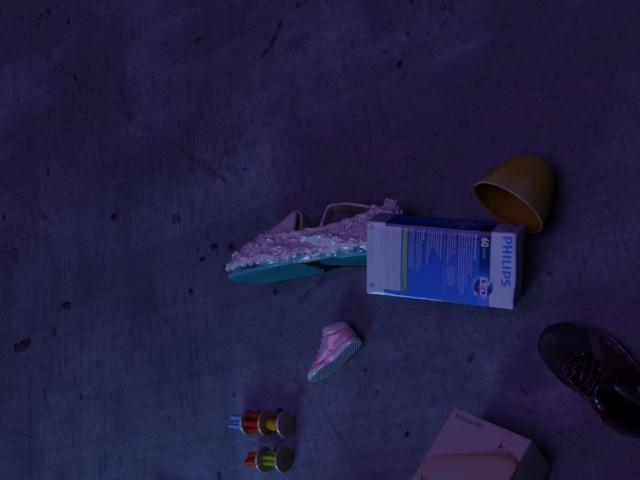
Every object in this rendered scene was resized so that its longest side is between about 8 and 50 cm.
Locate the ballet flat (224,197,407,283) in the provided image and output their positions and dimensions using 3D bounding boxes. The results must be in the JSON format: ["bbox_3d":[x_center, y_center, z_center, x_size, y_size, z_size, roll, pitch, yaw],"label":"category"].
[{"bbox_3d":[0.000,0.000,1.906,0.408,0.147,0.147,-8,75,29],"label":"ballet flat"}]

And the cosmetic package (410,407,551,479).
[{"bbox_3d":[0.215,0.442,1.557,0.160,0.113,0.309,16,65,41],"label":"cosmetic package"}]

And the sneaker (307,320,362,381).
[{"bbox_3d":[0.017,0.210,1.892,0.134,0.051,0.070,-45,54,19],"label":"sneaker"}]

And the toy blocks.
[{"bbox_3d":[-0.126,0.401,1.961,0.148,0.054,0.123,-6,76,38],"label":"toy blocks"}]

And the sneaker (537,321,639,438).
[{"bbox_3d":[0.422,0.207,1.487,0.281,0.162,0.106,36,103,38],"label":"sneaker"}]

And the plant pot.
[{"bbox_3d":[0.341,-0.090,1.659,0.134,0.134,0.095,24,70,40],"label":"plant pot"}]

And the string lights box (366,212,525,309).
[{"bbox_3d":[0.212,0.033,1.679,0.259,0.077,0.133,6,105,21],"label":"string lights box"}]
